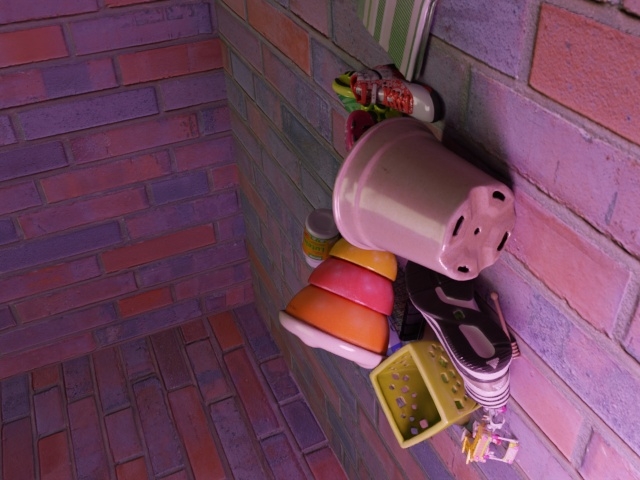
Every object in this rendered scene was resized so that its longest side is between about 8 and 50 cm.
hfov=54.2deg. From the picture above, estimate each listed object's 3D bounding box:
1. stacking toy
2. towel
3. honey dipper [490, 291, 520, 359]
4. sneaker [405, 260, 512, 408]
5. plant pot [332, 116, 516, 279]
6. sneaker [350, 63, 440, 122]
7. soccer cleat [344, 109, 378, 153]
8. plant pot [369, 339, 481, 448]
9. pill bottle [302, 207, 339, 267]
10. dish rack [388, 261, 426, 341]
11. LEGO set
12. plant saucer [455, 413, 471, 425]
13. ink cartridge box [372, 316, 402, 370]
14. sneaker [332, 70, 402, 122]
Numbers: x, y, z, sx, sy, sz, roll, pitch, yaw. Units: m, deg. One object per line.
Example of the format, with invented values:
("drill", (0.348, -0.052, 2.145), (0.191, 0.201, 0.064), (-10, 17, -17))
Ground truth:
("stacking toy", (0.117, 0.099, 1.831), (0.480, 0.350, 0.350), (-67, 21, -3))
("towel", (0.180, -0.581, 1.541), (0.248, 0.038, 0.325), (97, 153, -48))
("honey dipper", (0.432, 0.200, 1.476), (0.030, 0.030, 0.161), (135, 119, -70))
("sneaker", (0.338, 0.232, 1.564), (0.448, 0.169, 0.258), (-110, 2, -51))
("plant pot", (0.246, -0.072, 1.390), (0.305, 0.333, 0.334), (36, 140, 46))
("sneaker", (0.176, -0.357, 1.564), (0.270, 0.144, 0.090), (-125, 25, -44))
("soccer cleat", (0.123, -0.171, 1.640), (0.143, 0.115, 0.332), (-20, 90, 63))
("plant pot", (0.302, 0.399, 1.692), (0.228, 0.207, 0.227), (-50, 57, 47))
("pill bottle", (0.000, 0.000, 2.423), (0.246, 0.136, 0.136), (100, 149, -54))
("dish rack", (0.238, 0.168, 1.971), (0.208, 0.074, 0.272), (94, 155, -44))
("LEGO set", (0.450, 0.539, 1.664), (0.287, 0.106, 0.132), (94, -171, -57))
("plant saucer", (0.367, 0.443, 1.871), (0.241, 0.037, 0.241), (164, 90, -72))
("ink cartridge box", (0.176, 0.314, 2.178), (0.185, 0.065, 0.311), (-23, 88, 47))
("sneaker", (0.144, -0.378, 1.757), (0.296, 0.109, 0.123), (52, 178, 43))
